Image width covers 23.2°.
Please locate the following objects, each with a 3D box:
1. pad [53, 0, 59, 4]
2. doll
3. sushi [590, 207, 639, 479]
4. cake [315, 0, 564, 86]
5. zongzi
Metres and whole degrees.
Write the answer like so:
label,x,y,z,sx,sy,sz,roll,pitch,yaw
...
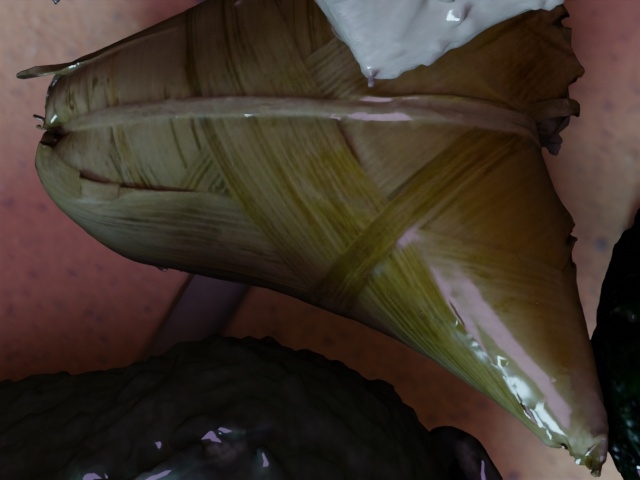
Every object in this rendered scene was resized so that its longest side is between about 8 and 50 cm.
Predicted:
label,x,y,z,sx,sy,sz,roll,pitch,yaw
pad,-0.132,-0.292,0.511,0.247,0.007,0.367,-39,98,25
doll,-0.097,0.157,0.597,0.349,0.247,0.247,-31,101,30
sushi,0.178,0.084,0.537,0.124,0.127,0.225,-28,104,24
cake,0.023,-0.141,0.439,0.134,0.147,0.135,-22,146,9
zongzi,0.000,0.000,0.534,0.194,0.099,0.197,-17,70,24
